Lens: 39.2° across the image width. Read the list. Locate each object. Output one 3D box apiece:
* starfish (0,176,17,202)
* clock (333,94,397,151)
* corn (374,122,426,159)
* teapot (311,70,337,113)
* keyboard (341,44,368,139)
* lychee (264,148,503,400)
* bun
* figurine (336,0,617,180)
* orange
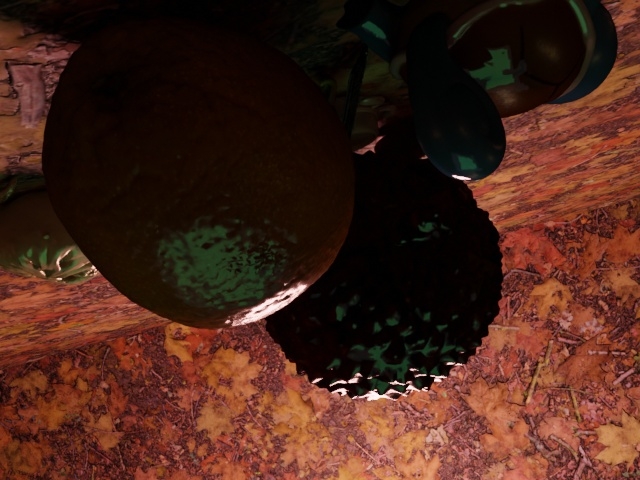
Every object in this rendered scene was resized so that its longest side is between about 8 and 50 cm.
[{"bbox_3d":[-0.595,-0.003,1.366,0.299,0.060,0.302,-41,-170,-17],"label":"starfish"},{"bbox_3d":[0.021,-0.172,1.384,0.191,0.062,0.151,-19,170,20],"label":"clock"},{"bbox_3d":[0.181,-0.179,1.560,0.207,0.068,0.068,-22,168,37],"label":"corn"},{"bbox_3d":[-0.027,-0.162,1.249,0.165,0.130,0.119,-56,165,27],"label":"teapot"},{"bbox_3d":[0.040,-0.176,1.220,0.010,0.063,0.198,21,147,7],"label":"keyboard"},{"bbox_3d":[0.101,0.048,1.488,0.425,0.424,0.500,-11,154,-22],"label":"lychee"},{"bbox_3d":[-0.434,0.005,1.488,0.229,0.145,0.229,-25,171,-4],"label":"bun"},{"bbox_3d":[0.189,-0.229,0.969,0.298,0.243,0.416,-35,180,40],"label":"figurine"},{"bbox_3d":[-0.129,-0.075,0.962,0.322,0.322,0.357,-18,147,21],"label":"orange"}]
